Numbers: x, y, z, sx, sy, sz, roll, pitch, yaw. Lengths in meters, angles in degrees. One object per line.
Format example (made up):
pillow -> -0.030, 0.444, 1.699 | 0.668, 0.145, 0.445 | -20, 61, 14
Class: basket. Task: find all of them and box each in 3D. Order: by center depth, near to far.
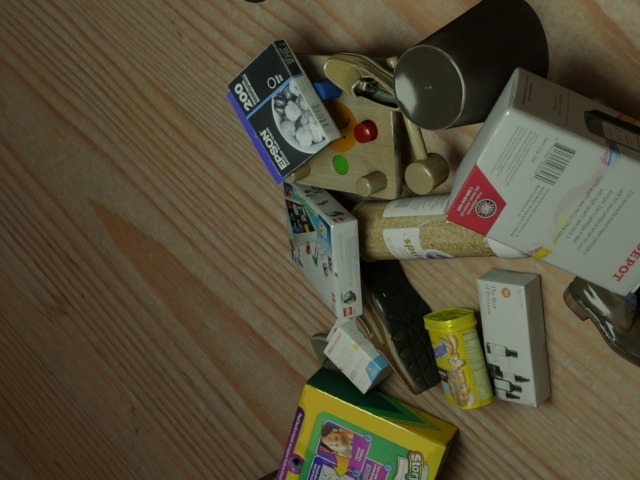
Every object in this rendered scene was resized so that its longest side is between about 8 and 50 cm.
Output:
basket -> 0.226, -0.260, 1.374 | 0.154, 0.227, 0.204 | 10, 116, 39

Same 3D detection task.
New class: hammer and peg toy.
hammer and peg toy -> 0.079, -0.210, 1.609 | 0.361, 0.127, 0.265 | 11, 116, 39

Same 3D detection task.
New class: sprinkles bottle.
sprinkles bottle -> 0.213, -0.025, 1.582 | 0.355, 0.121, 0.121 | -3, 108, 44

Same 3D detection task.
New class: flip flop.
flip flop -> 0.037, 0.331, 1.952 | 0.112, 0.080, 0.277 | 3, 113, 42

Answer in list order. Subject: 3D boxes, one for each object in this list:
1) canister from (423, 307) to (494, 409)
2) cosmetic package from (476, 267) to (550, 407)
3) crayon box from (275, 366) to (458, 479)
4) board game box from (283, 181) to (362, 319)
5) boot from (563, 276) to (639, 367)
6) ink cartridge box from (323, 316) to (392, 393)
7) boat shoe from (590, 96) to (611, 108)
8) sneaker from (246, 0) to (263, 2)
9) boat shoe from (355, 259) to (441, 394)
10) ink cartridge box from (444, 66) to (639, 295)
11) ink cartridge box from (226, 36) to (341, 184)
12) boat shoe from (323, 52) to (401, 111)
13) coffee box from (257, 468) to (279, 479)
canister -> 0.256, 0.217, 1.657 | 0.126, 0.073, 0.169 | 180, 75, -76
cosmetic package -> 0.346, 0.174, 1.603 | 0.099, 0.060, 0.239 | 6, 114, 40
crayon box -> 0.077, 0.494, 1.871 | 0.313, 0.106, 0.362 | 22, 110, 16
board game box -> 0.000, 0.000, 1.735 | 0.305, 0.053, 0.193 | -131, 34, -61
boot -> 0.494, 0.117, 1.422 | 0.219, 0.082, 0.106 | 41, 135, 23
ink cartridge box -> 0.084, 0.223, 1.847 | 0.143, 0.090, 0.092 | 45, 134, 18
boat shoe -> 0.445, -0.160, 1.354 | 0.050, 0.045, 0.135 | -25, 107, 45
sneaker -> -0.090, -0.576, 1.583 | 0.146, 0.122, 0.330 | 25, 126, 34
boat shoe -> 0.131, 0.148, 1.758 | 0.120, 0.123, 0.324 | -38, 74, 54
ink cartridge box -> 0.369, -0.082, 1.314 | 0.306, 0.131, 0.226 | 23, 132, -3
ink cartridge box -> -0.083, -0.224, 1.628 | 0.208, 0.045, 0.206 | -34, 85, 47
boat shoe -> 0.071, -0.256, 1.451 | 0.190, 0.072, 0.068 | 26, 124, 32
coffee box -> -0.114, 0.630, 2.199 | 0.098, 0.141, 0.246 | 55, 136, 6
